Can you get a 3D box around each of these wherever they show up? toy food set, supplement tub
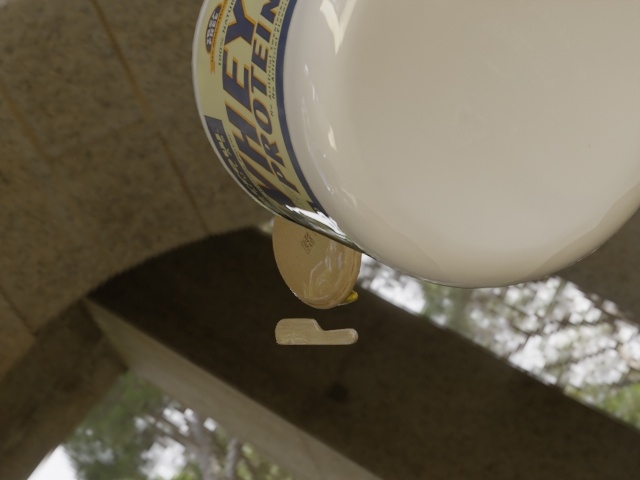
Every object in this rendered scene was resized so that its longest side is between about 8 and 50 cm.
[{"bbox_3d":[0.000,0.000,1.321,0.038,0.132,0.192,-7,-86,-39],"label":"toy food set"},{"bbox_3d":[0.051,-0.108,0.906,0.235,0.325,0.235,-3,-81,-18],"label":"supplement tub"}]
